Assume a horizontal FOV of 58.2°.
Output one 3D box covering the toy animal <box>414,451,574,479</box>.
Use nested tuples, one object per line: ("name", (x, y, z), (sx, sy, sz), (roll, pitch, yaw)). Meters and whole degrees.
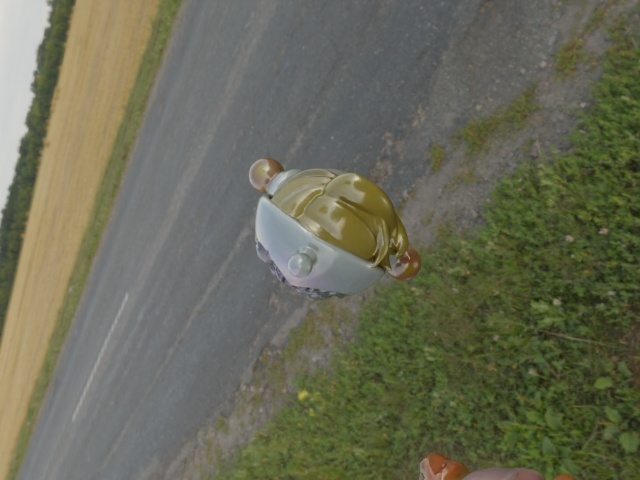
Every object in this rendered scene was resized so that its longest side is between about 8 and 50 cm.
("toy animal", (0.237, 0.412, 0.860), (0.281, 0.195, 0.169), (-9, 92, 47))

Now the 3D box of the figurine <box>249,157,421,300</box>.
("figurine", (-0.009, -0.005, 0.622), (0.133, 0.194, 0.274), (-56, 21, -11))
